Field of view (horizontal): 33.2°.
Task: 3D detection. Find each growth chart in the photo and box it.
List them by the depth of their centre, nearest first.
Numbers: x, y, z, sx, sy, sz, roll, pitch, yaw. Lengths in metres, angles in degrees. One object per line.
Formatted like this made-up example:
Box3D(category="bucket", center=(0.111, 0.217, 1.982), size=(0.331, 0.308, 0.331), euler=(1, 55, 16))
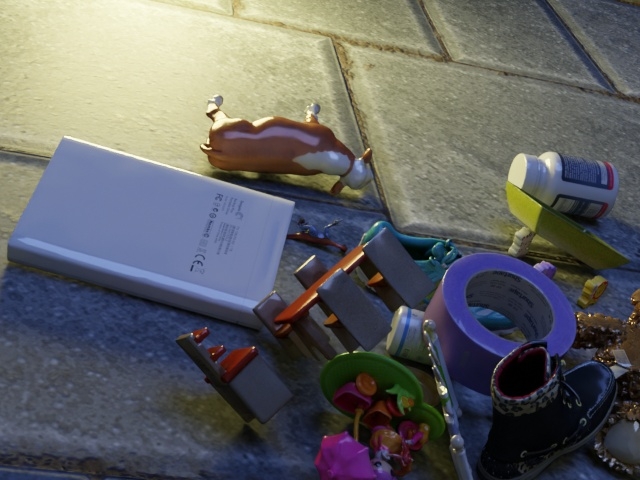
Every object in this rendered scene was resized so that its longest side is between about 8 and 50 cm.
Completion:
Box3D(category="growth chart", center=(0.159, 0.216, 1.286), size=(0.021, 0.172, 0.237), euler=(-16, 31, 6))

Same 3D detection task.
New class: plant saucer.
Box3D(category="plant saucer", center=(0.119, 0.198, 1.416), size=(0.083, 0.015, 0.083), euler=(12, 32, -8))
Box3D(category="plant saucer", center=(0.402, -0.017, 1.801), size=(0.188, 0.045, 0.188), euler=(29, 10, -16))

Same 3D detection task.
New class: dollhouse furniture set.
Box3D(category="dollhouse furniture set", center=(-0.029, 0.086, 1.290), size=(0.259, 0.262, 0.135), euler=(-41, 97, -20))

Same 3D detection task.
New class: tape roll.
Box3D(category="tape roll", center=(0.236, 0.111, 1.423), size=(0.189, 0.080, 0.189), euler=(12, 43, -11))

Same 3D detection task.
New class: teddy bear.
Box3D(category="teddy bear", center=(0.434, 0.200, 1.505), size=(0.245, 0.113, 0.338), euler=(16, 38, 12))

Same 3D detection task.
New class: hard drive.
Box3D(category="hard drive", center=(-0.228, -0.015, 1.510), size=(0.353, 0.047, 0.233), euler=(16, 45, -3))

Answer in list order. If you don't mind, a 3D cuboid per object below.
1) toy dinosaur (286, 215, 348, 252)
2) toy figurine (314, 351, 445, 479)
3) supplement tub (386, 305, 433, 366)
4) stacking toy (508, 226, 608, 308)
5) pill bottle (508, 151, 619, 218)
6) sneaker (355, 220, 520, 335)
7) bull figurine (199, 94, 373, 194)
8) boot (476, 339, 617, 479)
Box3D(category="toy dinosaur", center=(0.000, 0.000, 1.671), size=(0.090, 0.047, 0.082), euler=(-40, 66, -17))
Box3D(category="toy figurine", center=(0.059, 0.243, 1.256), size=(0.173, 0.130, 0.159), euler=(37, 42, -15))
Box3D(category="supplement tub", center=(0.150, 0.136, 1.477), size=(0.107, 0.071, 0.071), euler=(16, 31, -3))
Box3D(category="stacking toy", center=(0.332, 0.060, 1.707), size=(0.221, 0.052, 0.167), euler=(-17, 45, -43))
Box3D(category="pill bottle", center=(0.443, -0.106, 1.971), size=(0.180, 0.108, 0.108), euler=(10, 32, -13))
Box3D(category="sneaker", center=(0.182, 0.058, 1.576), size=(0.275, 0.110, 0.107), euler=(22, 38, 7))
Box3D(category="bull figurine", center=(-0.057, -0.164, 1.828), size=(0.310, 0.101, 0.188), euler=(7, 28, -21))
Box3D(category="boot", center=(0.287, 0.184, 1.308), size=(0.236, 0.179, 0.085), euler=(-33, 50, -26))
